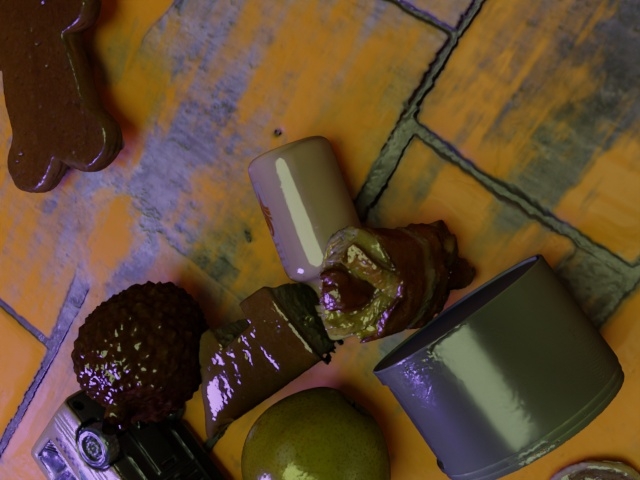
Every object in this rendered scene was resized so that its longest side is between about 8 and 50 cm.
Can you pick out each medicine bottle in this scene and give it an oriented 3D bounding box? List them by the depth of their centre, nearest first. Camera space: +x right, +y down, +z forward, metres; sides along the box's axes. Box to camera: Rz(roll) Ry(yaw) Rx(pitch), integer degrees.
[{"bbox_3d":[0.000,0.000,0.879,0.114,0.114,0.252,-21,91,26],"label":"medicine bottle"}]

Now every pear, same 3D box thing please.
[{"bbox_3d":[-0.006,0.293,0.896,0.198,0.198,0.198,5,101,23],"label":"pear"}]

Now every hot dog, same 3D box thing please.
[{"bbox_3d":[0.092,0.046,0.802,0.103,0.213,0.146,30,125,55],"label":"hot dog"}]

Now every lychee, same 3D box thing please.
[{"bbox_3d":[-0.248,0.162,0.955,0.200,0.238,0.200,10,137,10],"label":"lychee"}]

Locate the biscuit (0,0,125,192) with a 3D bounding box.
[{"bbox_3d":[-0.412,-0.301,1.036,0.283,0.064,0.431,-12,93,34],"label":"biscuit"}]

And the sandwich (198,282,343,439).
[{"bbox_3d":[-0.091,0.162,0.942,0.236,0.122,0.128,-39,80,24],"label":"sandwich"}]

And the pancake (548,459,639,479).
[{"bbox_3d":[0.342,0.328,0.836,0.140,0.022,0.139,5,102,23],"label":"pancake"}]

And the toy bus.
[{"bbox_3d":[-0.253,0.386,1.034,0.365,0.177,0.202,50,118,12],"label":"toy bus"}]

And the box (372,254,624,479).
[{"bbox_3d":[0.191,0.140,0.757,0.226,0.226,0.149,-38,83,25],"label":"box"}]
